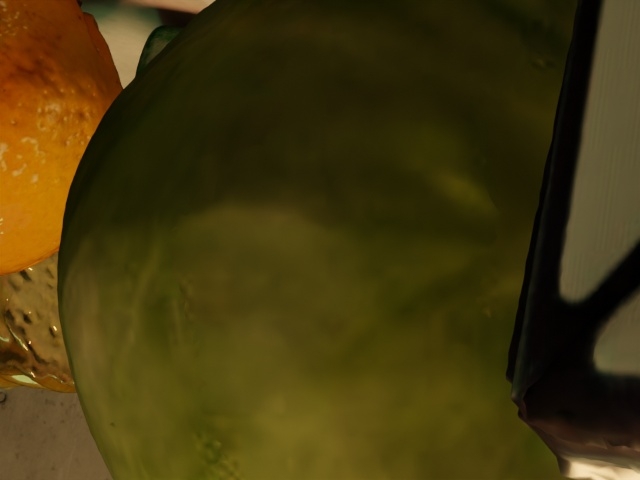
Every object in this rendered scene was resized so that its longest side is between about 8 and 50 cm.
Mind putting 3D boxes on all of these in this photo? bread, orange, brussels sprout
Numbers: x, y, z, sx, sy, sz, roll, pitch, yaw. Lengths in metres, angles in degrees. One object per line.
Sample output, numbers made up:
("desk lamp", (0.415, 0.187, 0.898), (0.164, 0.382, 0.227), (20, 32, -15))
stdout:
("bread", (-0.281, 0.046, 1.577), (0.196, 0.239, 0.252), (-29, -168, -37))
("orange", (-0.187, -0.070, 0.894), (0.155, 0.178, 0.177), (-28, -173, -23))
("brussels sprout", (0.062, 0.007, 0.713), (0.371, 0.315, 0.276), (-24, 163, -35))

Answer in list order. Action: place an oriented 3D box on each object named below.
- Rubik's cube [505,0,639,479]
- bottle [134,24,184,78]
("Rubik's cube", (0.220, -0.043, 0.353), (0.246, 0.250, 0.248), (17, 171, -34))
("bottle", (0.061, -0.050, 0.940), (0.330, 0.093, 0.093), (10, 170, 3))
